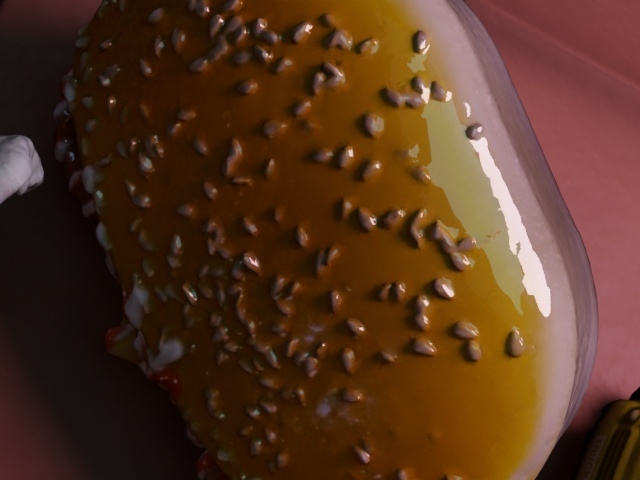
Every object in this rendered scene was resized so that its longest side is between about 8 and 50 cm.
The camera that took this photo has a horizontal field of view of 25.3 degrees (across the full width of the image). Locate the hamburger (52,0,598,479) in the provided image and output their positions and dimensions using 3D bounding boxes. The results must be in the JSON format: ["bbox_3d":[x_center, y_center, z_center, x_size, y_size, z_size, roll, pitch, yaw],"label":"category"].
[{"bbox_3d":[0.000,0.000,0.649,0.151,0.227,0.295,-13,77,-49],"label":"hamburger"}]

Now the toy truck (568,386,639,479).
[{"bbox_3d":[0.245,0.165,0.739,0.224,0.165,0.147,34,66,-12],"label":"toy truck"}]

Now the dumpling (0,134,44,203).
[{"bbox_3d":[-0.277,0.011,0.542,0.320,0.212,0.270,-41,58,-13],"label":"dumpling"}]
